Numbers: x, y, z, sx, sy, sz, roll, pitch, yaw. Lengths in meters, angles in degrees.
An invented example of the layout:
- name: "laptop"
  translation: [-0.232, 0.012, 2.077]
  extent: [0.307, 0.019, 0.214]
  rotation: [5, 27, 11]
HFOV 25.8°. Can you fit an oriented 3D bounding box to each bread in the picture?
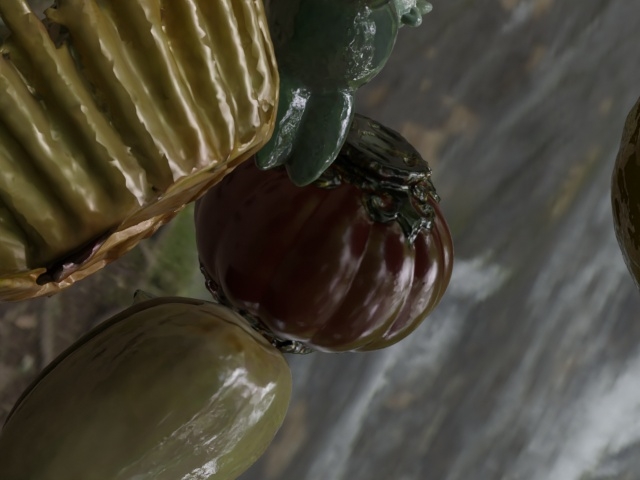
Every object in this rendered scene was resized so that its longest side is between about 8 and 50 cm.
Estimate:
- name: "bread"
  translation: [-0.136, -0.060, 0.734]
  extent: [0.274, 0.274, 0.149]
  rotation: [-31, 93, -39]

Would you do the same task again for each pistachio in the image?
- name: "pistachio"
  translation: [-0.118, 0.117, 0.891]
  extent: [0.206, 0.131, 0.129]
  rotation: [-34, -179, -2]

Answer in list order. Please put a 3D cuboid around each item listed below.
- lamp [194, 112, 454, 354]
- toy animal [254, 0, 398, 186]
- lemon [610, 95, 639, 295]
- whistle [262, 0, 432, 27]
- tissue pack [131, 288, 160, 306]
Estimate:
- name: "lamp"
  translation: [0.000, 0.000, 1.173]
  extent: [0.227, 0.227, 0.227]
  rotation: [-32, 135, -39]
- name: "toy animal"
  translation: [0.009, -0.164, 0.907]
  extent: [0.125, 0.127, 0.251]
  rotation: [-21, 137, -60]
- name: "lemon"
  translation: [0.336, -0.019, 0.977]
  extent: [0.285, 0.285, 0.316]
  rotation: [-53, 178, -16]
- name: "whistle"
  translation: [-0.002, -0.248, 1.417]
  extent: [0.253, 0.101, 0.105]
  rotation: [-7, 119, -2]
- name: "tissue pack"
  translation: [-0.122, 0.127, 1.095]
  extent: [0.060, 0.109, 0.148]
  rotation: [28, 87, -59]
